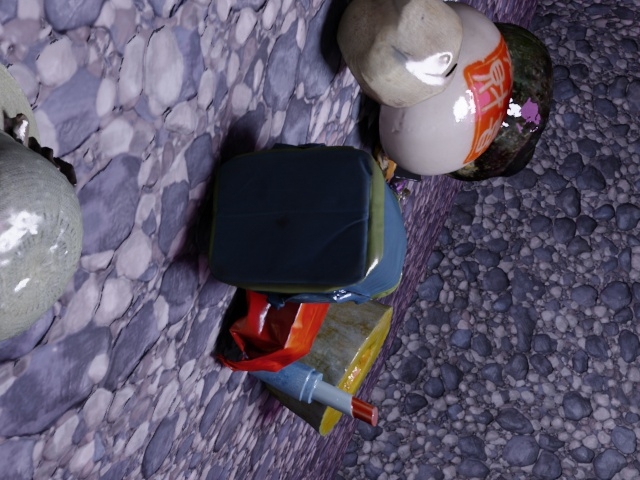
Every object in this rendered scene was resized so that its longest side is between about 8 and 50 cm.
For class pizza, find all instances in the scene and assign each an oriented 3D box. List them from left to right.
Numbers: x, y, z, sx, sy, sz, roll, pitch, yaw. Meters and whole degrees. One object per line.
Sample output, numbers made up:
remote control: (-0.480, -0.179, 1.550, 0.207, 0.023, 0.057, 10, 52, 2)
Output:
pizza: (0.169, -0.226, 1.586, 0.161, 0.062, 0.182, -42, 155, -69)

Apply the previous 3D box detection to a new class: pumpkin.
pumpkin: (0.013, 0.254, 1.474, 0.332, 0.199, 0.332, -50, 158, -29)
pumpkin: (0.451, -0.381, 1.774, 0.454, 0.343, 0.455, 14, 90, -88)

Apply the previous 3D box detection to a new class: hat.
hat: (-0.246, -0.002, 0.441, 0.257, 0.130, 0.257, -57, 161, -33)

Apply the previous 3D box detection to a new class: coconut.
coconut: (0.141, -0.323, 1.078, 0.224, 0.224, 0.224, -57, 159, -35)

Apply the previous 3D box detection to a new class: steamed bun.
steamed bun: (0.286, -0.316, 1.383, 0.374, 0.241, 0.375, -51, 152, -40)

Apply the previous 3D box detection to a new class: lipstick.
lipstick: (-0.011, 0.293, 1.264, 0.068, 0.274, 0.061, -71, 163, 7)

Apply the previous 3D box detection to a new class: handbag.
handbag: (-0.012, -0.010, 0.926, 0.241, 0.262, 0.223, 34, 53, -70)

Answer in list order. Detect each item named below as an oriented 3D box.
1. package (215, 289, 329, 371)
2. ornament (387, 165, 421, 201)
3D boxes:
package: (-0.041, 0.051, 1.149, 0.424, 0.123, 0.196, -68, 162, -6)
ornament: (0.215, -0.144, 1.808, 0.203, 0.088, 0.081, 108, -12, -55)
